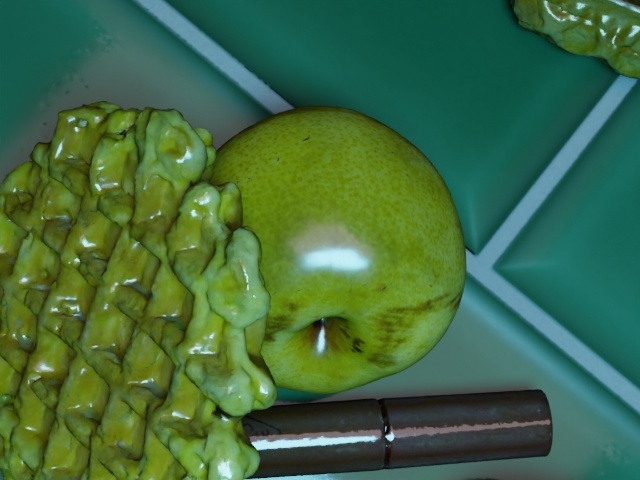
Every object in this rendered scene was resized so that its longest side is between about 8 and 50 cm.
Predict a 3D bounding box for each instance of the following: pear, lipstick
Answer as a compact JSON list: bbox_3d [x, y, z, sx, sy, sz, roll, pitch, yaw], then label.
[{"bbox_3d":[0.000,0.000,0.868,0.208,0.209,0.209,1,80,-7],"label":"pear"},{"bbox_3d":[-0.003,0.150,0.911,0.356,0.057,0.057,-2,81,-8],"label":"lipstick"}]

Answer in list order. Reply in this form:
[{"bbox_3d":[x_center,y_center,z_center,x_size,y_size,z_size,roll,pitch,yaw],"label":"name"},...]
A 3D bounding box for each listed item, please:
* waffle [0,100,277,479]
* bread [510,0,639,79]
[{"bbox_3d":[-0.143,0.054,0.806,0.068,0.325,0.302,8,64,-47],"label":"waffle"},{"bbox_3d":[0.283,-0.176,0.987,0.269,0.098,0.087,22,37,-2],"label":"bread"}]
